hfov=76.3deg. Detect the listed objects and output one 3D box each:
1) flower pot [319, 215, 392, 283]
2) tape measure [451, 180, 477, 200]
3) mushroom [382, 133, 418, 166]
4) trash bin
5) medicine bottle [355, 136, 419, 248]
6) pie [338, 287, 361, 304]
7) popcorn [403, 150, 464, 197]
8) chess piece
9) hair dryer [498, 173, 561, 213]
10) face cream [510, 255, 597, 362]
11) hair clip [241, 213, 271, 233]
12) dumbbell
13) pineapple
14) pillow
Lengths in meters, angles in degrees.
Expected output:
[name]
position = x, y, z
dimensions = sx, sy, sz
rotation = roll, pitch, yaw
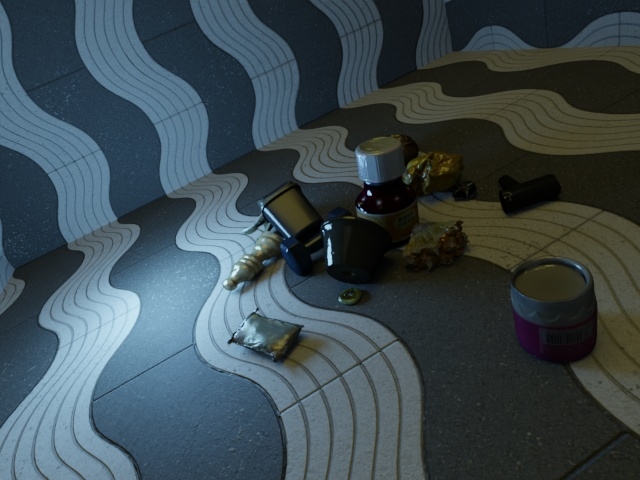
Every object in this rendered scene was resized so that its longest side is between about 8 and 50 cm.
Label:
[flower pot]
position = 0.111, 0.048, 1.433
dimensions = 0.269, 0.269, 0.166
rotation = -4, 55, 30
[tape measure]
position = 0.584, -0.202, 1.658
dimensions = 0.094, 0.054, 0.091
rotation = -13, 33, 31
[mushroom]
position = 0.384, -0.456, 2.099
dimensions = 0.253, 0.153, 0.253
rotation = -15, 31, 9
[trash bin]
position = -0.129, -0.117, 1.795
dimensions = 0.209, 0.182, 0.290
rotation = -36, 66, -11
[medicine bottle]
position = 0.235, -0.177, 1.534
dimensions = 0.243, 0.395, 0.242
rotation = -14, 34, 9
[pie]
position = 0.101, 0.190, 1.400
dimensions = 0.084, 0.021, 0.084
rotation = -17, 31, 10
[popcorn]
position = 0.476, -0.293, 1.740
dimensions = 0.254, 0.191, 0.190
rotation = -14, 67, -10
[chess piece]
position = -0.293, 0.099, 1.741
dimensions = 0.139, 0.124, 0.307
rotation = 31, 58, 16
[hair dryer]
position = 0.741, -0.203, 1.532
dimensions = 0.197, 0.089, 0.251
rotation = -20, 24, 7
[face cream]
position = 0.549, 0.160, 0.964
dimensions = 0.175, 0.194, 0.175
rotation = -16, 30, 9
[hair clip]
position = -0.241, -0.096, 1.967
dimensions = 0.282, 0.113, 0.172
rotation = -45, -2, -17
[dumbbell]
position = 0.000, 0.000, 1.651
dimensions = 0.325, 0.160, 0.144
rotation = -33, 1, -18
[pineapple]
position = 0.383, 0.008, 1.409
dimensions = 0.237, 0.114, 0.186
rotation = -23, 30, 8
[pillow]
position = -0.184, 0.319, 1.356
dimensions = 0.255, 0.059, 0.169
rotation = 7, 42, 39
